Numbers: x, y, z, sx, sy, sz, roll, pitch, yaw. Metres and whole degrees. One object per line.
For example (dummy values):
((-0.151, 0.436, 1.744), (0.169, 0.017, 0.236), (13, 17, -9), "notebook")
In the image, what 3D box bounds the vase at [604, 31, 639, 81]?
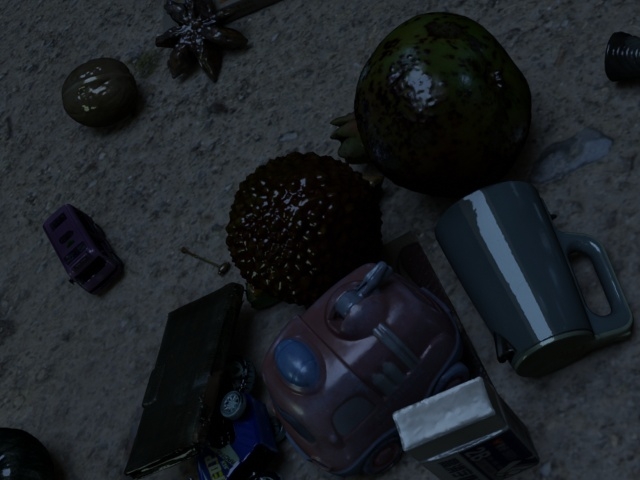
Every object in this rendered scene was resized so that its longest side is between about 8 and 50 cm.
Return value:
((0.545, -0.263, 1.308), (0.237, 0.115, 0.115), (12, 68, 39), "vase")

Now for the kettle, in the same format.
((0.302, 0.053, 1.239), (0.211, 0.160, 0.243), (-14, 59, -13), "kettle")

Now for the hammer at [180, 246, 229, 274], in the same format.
((-0.210, 0.034, 1.597), (0.123, 0.014, 0.029), (20, 64, 39), "hammer")

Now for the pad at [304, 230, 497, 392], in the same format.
((0.107, 0.155, 1.353), (0.220, 0.004, 0.330), (-31, 52, 9), "pad")

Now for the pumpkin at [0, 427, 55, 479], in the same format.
((-0.534, 0.409, 1.458), (0.212, 0.152, 0.211), (-24, 51, 34), "pumpkin")

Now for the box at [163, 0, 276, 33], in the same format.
((-0.174, -0.569, 1.915), (0.365, 0.051, 0.204), (-18, 55, 19), "box")

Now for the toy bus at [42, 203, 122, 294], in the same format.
((-0.454, 0.016, 1.686), (0.087, 0.098, 0.178), (-41, 51, 0), "toy bus")

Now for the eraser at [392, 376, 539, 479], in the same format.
((0.186, 0.248, 1.121), (0.125, 0.210, 0.068), (-24, 54, 14), "eraser")

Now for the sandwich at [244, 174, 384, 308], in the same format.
((0.000, 0.000, 1.467), (0.212, 0.063, 0.244), (3, 63, 31), "sandwich")

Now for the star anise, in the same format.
((-0.260, -0.422, 1.839), (0.212, 0.073, 0.196), (36, 100, 18), "star anise")

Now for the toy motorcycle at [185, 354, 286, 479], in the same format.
((-0.141, 0.310, 1.333), (0.169, 0.113, 0.315), (-39, 41, 15), "toy motorcycle")

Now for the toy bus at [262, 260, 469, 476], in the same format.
((0.046, 0.165, 1.227), (0.294, 0.232, 0.197), (-44, 51, -2), "toy bus")

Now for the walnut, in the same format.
((-0.461, -0.308, 1.866), (0.162, 0.140, 0.140), (-24, 52, 28), "walnut")

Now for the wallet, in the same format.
((-0.205, 0.211, 1.384), (0.169, 0.044, 0.317), (-29, 34, 32), "wallet")

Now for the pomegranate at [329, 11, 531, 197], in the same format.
((0.151, -0.187, 1.391), (0.341, 0.285, 0.284), (-18, 51, 49), "pomegranate")

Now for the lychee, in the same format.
((-0.022, -0.021, 1.302), (0.236, 0.271, 0.235), (0, 70, -1), "lychee")
